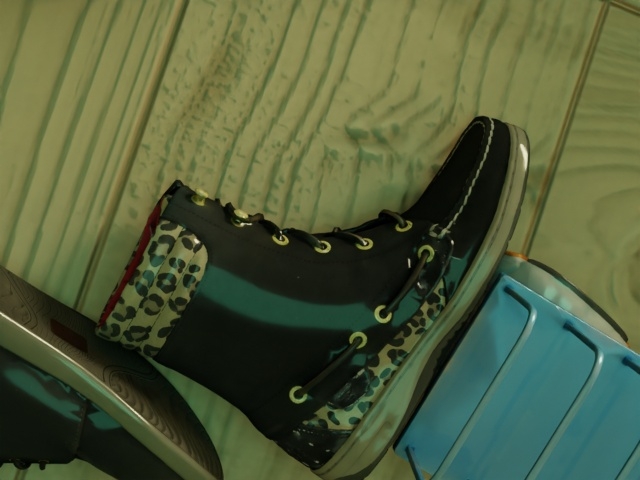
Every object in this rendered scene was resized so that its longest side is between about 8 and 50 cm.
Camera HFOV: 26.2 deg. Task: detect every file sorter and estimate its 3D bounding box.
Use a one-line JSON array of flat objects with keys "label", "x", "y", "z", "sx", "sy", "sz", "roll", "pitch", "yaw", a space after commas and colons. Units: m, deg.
[{"label": "file sorter", "x": 0.145, "y": 0.117, "z": 0.730, "sx": 0.170, "sy": 0.104, "sz": 0.118, "roll": 31, "pitch": 95, "yaw": -5}]

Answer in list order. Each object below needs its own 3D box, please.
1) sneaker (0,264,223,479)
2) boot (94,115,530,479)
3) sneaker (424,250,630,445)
[{"label": "sneaker", "x": -0.165, "y": 0.098, "z": 0.754, "sx": 0.222, "sy": 0.083, "sz": 0.118, "roll": 39, "pitch": 101, "yaw": -19}, {"label": "boot", "x": 0.000, "y": 0.001, "z": 0.781, "sx": 0.179, "sy": 0.085, "sz": 0.236, "roll": 30, "pitch": 83, "yaw": -10}, {"label": "sneaker", "x": 0.170, "y": 0.129, "z": 0.831, "sx": 0.262, "sy": 0.099, "sz": 0.121, "roll": 41, "pitch": 89, "yaw": -4}]
